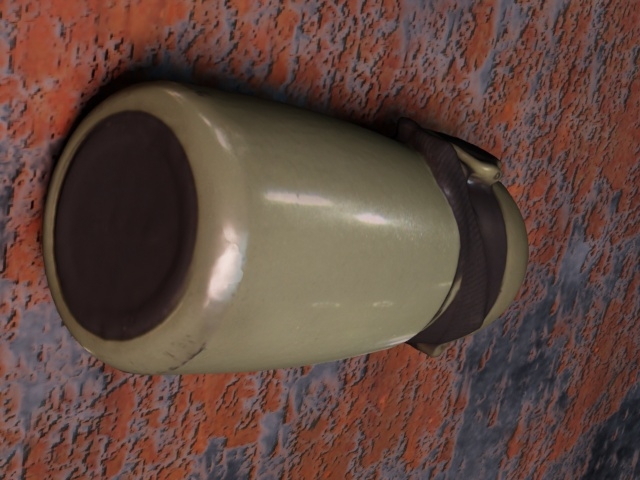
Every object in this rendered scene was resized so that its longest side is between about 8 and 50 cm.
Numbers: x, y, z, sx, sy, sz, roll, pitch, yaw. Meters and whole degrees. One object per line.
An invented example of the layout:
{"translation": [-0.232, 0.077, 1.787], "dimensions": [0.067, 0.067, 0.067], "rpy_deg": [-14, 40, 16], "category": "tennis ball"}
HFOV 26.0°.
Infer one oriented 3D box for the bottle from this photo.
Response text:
{"translation": [0.001, -0.002, 0.889], "dimensions": [0.347, 0.168, 0.169], "rpy_deg": [3, 115, -50], "category": "bottle"}
